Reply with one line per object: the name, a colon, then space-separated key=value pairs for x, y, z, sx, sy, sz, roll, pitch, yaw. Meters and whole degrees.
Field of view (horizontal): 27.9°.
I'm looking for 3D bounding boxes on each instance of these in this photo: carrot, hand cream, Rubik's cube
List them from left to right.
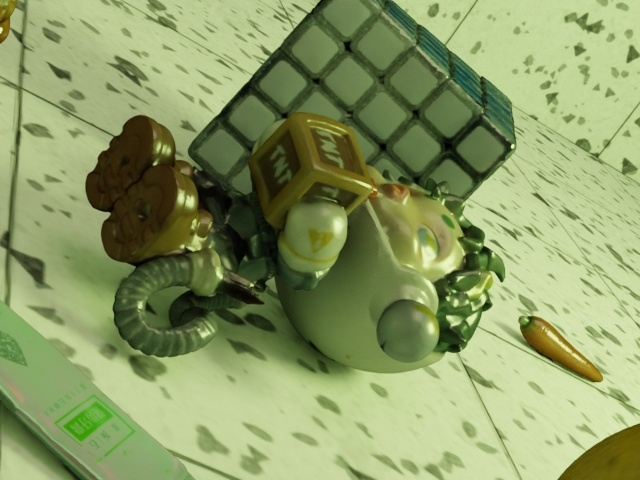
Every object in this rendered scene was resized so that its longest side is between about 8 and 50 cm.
hand cream: x=-0.188 y=0.073 z=0.782 sx=0.275 sy=0.050 sz=0.079 roll=41 pitch=45 yaw=4
Rubik's cube: x=0.038 y=-0.114 z=1.311 sx=0.237 sy=0.238 sz=0.237 roll=42 pitch=14 yaw=-4
carrot: x=0.281 y=0.129 z=1.508 sx=0.142 sy=0.035 sz=0.035 roll=37 pitch=16 yaw=-17

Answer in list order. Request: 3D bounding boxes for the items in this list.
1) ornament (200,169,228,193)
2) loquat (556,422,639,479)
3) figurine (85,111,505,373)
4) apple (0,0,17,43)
ornament: x=-0.130 y=-0.050 z=1.217 sx=0.125 sy=0.028 sz=0.073 roll=11 pitch=29 yaw=-49
loquat: x=0.264 y=0.232 z=0.827 sx=0.275 sy=0.275 sz=0.275 roll=32 pitch=18 yaw=-12
figurine: x=0.000 y=-0.004 z=1.058 sx=0.382 sy=0.186 sz=0.261 roll=22 pitch=44 yaw=-43
apple: x=-0.334 y=-0.194 z=1.033 sx=0.158 sy=0.147 sz=0.156 roll=47 pitch=-14 yaw=4
